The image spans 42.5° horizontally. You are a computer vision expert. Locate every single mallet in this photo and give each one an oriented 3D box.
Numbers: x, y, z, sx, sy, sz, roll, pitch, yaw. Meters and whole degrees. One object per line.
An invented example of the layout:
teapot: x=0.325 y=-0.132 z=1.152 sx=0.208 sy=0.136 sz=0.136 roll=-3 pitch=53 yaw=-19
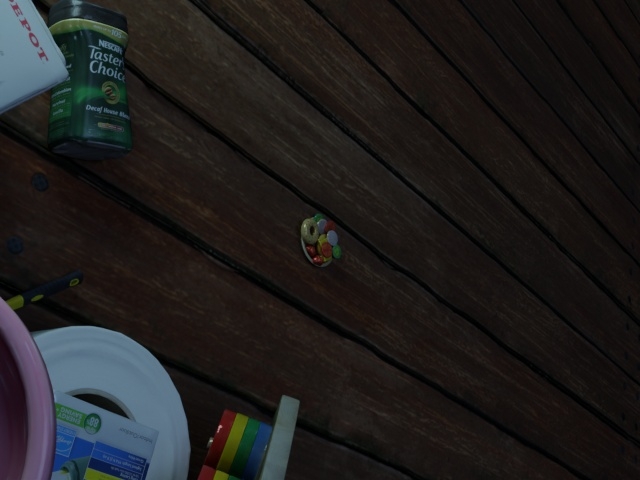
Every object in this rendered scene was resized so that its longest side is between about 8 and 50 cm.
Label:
mallet: x=-0.332 y=0.060 z=0.896 sx=0.189 sy=0.039 sz=0.062 roll=-36 pitch=145 yaw=-50

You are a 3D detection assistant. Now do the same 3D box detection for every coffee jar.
coffee jar: x=-0.279 y=-0.194 z=0.992 sx=0.096 sy=0.079 sz=0.185 roll=5 pitch=78 yaw=-48

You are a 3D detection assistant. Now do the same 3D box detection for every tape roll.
tape roll: x=-0.278 y=0.237 z=0.884 sx=0.286 sy=0.100 sz=0.287 roll=15 pitch=70 yaw=-47

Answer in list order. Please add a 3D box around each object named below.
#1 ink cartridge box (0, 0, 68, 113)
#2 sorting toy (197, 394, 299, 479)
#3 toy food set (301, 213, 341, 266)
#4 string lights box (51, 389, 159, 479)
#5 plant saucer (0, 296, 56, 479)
ink cartridge box: x=-0.398 y=-0.189 z=0.745 sx=0.226 sy=0.131 sz=0.306 roll=65 pitch=20 yaw=-17
sorting toy: x=-0.119 y=0.327 z=0.930 sx=0.255 sy=0.089 sz=0.257 roll=-74 pitch=-175 yaw=-75
toy food set: x=0.000 y=0.000 z=1.311 sx=0.082 sy=0.020 sz=0.083 roll=-22 pitch=98 yaw=-49
string lights box: x=-0.256 y=0.284 z=0.762 sx=0.133 sy=0.076 sz=0.260 roll=35 pitch=57 yaw=-40
plant saucer: x=-0.383 y=0.173 z=0.679 sx=0.331 sy=0.084 sz=0.332 roll=2 pitch=71 yaw=-5
